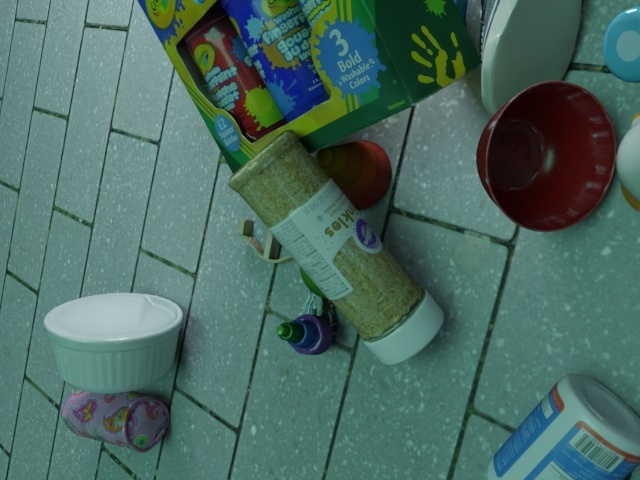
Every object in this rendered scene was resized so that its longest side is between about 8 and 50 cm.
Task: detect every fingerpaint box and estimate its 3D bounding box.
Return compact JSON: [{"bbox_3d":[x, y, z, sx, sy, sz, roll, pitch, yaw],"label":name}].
[{"bbox_3d":[-0.051,-0.315,0.949,0.445,0.163,0.371,-14,107,54],"label":"fingerpaint box"}]

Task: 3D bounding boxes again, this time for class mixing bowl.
[{"bbox_3d":[0.269,-0.107,0.834,0.098,0.181,0.181,-147,67,-73],"label":"mixing bowl"}]

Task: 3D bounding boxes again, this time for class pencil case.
[{"bbox_3d":[-0.461,0.395,1.465,0.284,0.124,0.124,-7,83,42],"label":"pencil case"}]

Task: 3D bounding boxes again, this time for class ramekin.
[{"bbox_3d":[-0.421,0.210,1.350,0.273,0.273,0.127,15,109,41],"label":"ramekin"}]

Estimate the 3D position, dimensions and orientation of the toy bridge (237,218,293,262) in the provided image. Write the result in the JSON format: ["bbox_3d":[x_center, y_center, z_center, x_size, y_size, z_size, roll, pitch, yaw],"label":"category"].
[{"bbox_3d":[-0.090,0.007,1.217,0.188,0.026,0.063,16,99,41],"label":"toy bridge"}]

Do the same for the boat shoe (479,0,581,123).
[{"bbox_3d":[0.262,-0.339,0.886,0.158,0.127,0.341,-133,50,-63],"label":"boat shoe"}]

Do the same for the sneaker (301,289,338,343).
[{"bbox_3d":[-0.004,0.128,1.125,0.058,0.052,0.135,-1,78,48],"label":"sneaker"}]

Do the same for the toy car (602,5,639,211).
[{"bbox_3d":[0.393,-0.125,0.722,0.210,0.219,0.238,66,154,23],"label":"toy car"}]

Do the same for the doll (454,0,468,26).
[{"bbox_3d":[0.187,-0.347,0.963,0.129,0.046,0.189,148,119,-73],"label":"doll"}]

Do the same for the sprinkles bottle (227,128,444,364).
[{"bbox_3d":[0.025,0.013,0.936,0.121,0.121,0.355,-34,102,35],"label":"sprinkles bottle"}]

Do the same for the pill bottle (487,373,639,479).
[{"bbox_3d":[0.285,0.283,0.806,0.124,0.124,0.221,48,117,33],"label":"pill bottle"}]

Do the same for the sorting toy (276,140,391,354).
[{"bbox_3d":[0.000,0.000,1.036,0.127,0.126,0.366,14,86,34],"label":"sorting toy"}]
